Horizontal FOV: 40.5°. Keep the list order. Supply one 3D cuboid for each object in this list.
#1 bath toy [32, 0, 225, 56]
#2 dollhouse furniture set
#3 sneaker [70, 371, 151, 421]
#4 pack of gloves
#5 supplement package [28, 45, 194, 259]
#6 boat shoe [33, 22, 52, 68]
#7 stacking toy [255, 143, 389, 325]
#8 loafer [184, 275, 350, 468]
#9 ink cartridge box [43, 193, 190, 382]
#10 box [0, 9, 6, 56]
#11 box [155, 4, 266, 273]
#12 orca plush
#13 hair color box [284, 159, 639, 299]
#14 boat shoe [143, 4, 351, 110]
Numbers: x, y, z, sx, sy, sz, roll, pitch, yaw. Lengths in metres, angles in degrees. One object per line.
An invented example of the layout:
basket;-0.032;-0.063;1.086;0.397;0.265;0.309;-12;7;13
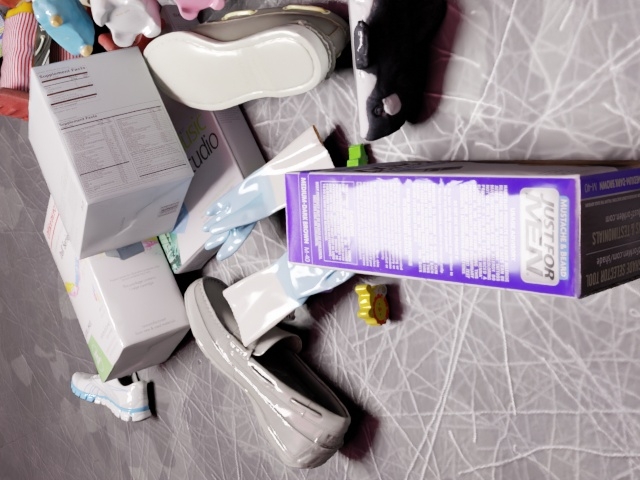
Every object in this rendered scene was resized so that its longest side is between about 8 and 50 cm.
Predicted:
bath toy;-0.185;-0.352;1.070;0.348;0.151;0.129;-14;59;9
dollhouse furniture set;-0.365;-0.312;1.269;0.374;0.152;0.201;-13;72;52
sneaker;-0.362;0.248;1.515;0.191;0.071;0.082;13;102;35
pack of gloves;-0.064;-0.003;1.080;0.232;0.046;0.195;-35;68;31
supplement package;-0.291;-0.116;1.180;0.203;0.149;0.194;65;154;13
boat shoe;-0.491;-0.360;1.502;0.077;0.070;0.219;52;130;25
stacking toy;0.000;0.000;1.095;0.167;0.052;0.221;-6;87;37
loafer;-0.071;0.157;1.171;0.319;0.112;0.111;48;117;24
ink cartridge box;-0.340;0.022;1.364;0.353;0.119;0.207;64;150;14
box;-0.638;-0.352;1.595;0.169;0.059;0.054;-34;68;1
box;-0.202;-0.144;1.265;0.232;0.058;0.322;-40;69;42
orca plush;0.082;-0.259;0.957;0.151;0.102;0.287;73;-168;-83
hair color box;0.145;-0.024;0.846;0.339;0.185;0.110;7;102;44
boat shoe;-0.098;-0.234;1.096;0.305;0.091;0.109;4;129;38
